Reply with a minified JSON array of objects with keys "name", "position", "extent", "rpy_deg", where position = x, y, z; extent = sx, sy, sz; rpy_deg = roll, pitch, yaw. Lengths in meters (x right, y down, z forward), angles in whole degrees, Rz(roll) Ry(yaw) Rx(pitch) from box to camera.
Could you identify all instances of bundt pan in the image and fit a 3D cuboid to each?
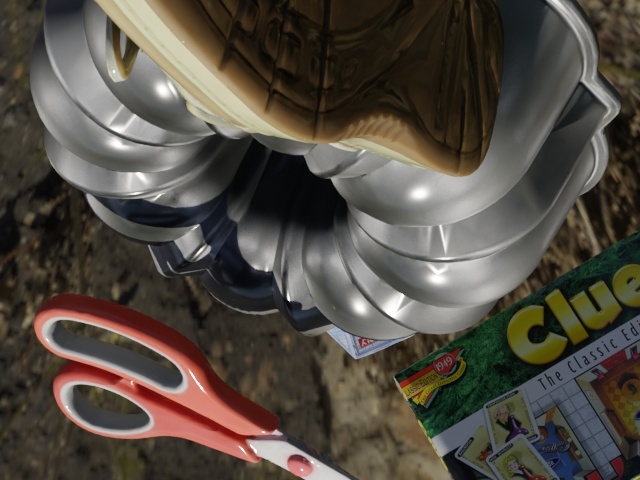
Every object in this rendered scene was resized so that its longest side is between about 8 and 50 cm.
[{"name":"bundt pan","position":[-0.014,-0.057,0.862],"extent":[0.331,0.124,0.331],"rpy_deg":[18,150,11]}]

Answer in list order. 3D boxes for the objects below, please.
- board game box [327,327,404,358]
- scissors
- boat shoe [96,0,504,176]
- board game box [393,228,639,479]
[{"name":"board game box","position":[0.000,0.000,1.305],"extent":[0.060,0.194,0.194],"rpy_deg":[-21,91,-21]},{"name":"scissors","position":[-0.025,0.110,0.887],"extent":[0.297,0.021,0.109],"rpy_deg":[20,135,10]},{"name":"boat shoe","position":[-0.020,-0.081,0.561],"extent":[0.089,0.285,0.104],"rpy_deg":[8,81,27]},{"name":"board game box","position":[0.190,0.078,1.011],"extent":[0.260,0.030,0.136],"rpy_deg":[-31,69,1]}]
